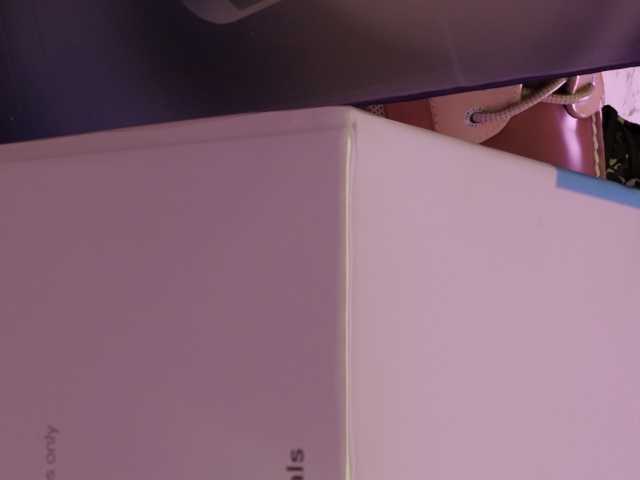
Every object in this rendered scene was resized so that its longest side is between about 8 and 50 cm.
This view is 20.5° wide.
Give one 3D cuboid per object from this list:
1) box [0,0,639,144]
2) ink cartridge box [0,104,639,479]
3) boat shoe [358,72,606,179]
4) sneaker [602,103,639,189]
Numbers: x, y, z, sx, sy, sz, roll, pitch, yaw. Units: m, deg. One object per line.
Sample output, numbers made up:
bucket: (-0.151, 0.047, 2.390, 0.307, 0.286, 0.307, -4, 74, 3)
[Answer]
box: (0.015, -0.198, 0.601, 0.183, 0.294, 0.296, -22, 104, -58)
ink cartridge box: (-0.058, 0.086, 0.461, 0.198, 0.270, 0.197, 9, 79, -58)
boat shoe: (0.071, -0.097, 0.811, 0.123, 0.116, 0.324, -24, 102, -22)
sneaker: (0.171, -0.021, 0.967, 0.293, 0.146, 0.102, 61, 39, -34)
